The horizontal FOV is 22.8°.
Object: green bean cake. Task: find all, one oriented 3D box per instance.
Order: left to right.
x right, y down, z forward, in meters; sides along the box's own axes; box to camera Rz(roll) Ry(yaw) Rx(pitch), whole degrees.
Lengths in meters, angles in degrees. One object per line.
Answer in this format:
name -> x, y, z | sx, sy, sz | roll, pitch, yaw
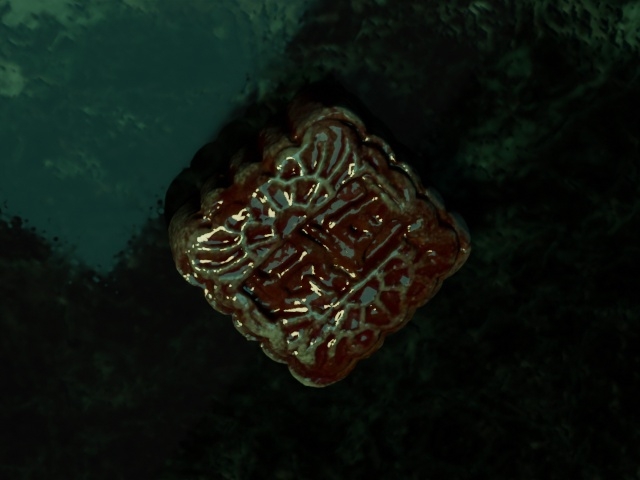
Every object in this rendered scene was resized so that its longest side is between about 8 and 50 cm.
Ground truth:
green bean cake -> 0.000, 0.000, 0.886 | 0.135, 0.056, 0.135 | -43, 112, 10
